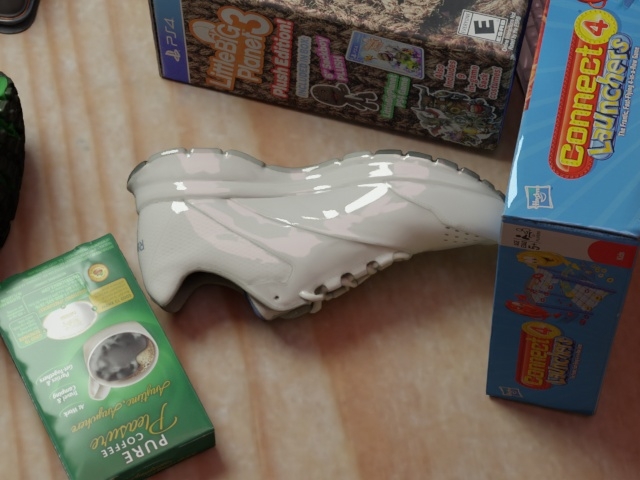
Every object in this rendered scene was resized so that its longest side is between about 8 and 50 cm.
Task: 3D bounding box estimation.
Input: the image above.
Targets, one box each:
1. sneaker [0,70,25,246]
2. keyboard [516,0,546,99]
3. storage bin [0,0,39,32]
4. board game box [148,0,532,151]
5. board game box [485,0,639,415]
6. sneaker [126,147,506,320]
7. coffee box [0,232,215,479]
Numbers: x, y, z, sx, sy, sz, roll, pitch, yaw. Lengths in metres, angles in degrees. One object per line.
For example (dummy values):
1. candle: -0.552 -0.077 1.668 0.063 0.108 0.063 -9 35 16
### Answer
1. sneaker: -0.339 -0.001 1.209 0.146 0.134 0.343 29 66 12
2. keyboard: 0.204 -0.135 1.373 0.072 0.014 0.256 -10 64 -8
3. storage bin: -0.304 -0.233 1.353 0.135 0.091 0.098 8 63 2
4. board game box: 0.033 -0.233 1.337 0.291 0.141 0.232 13 63 6
5. board game box: 0.191 -0.071 1.168 0.086 0.308 0.302 11 64 9
6. sneaker: 0.000 0.000 1.258 0.297 0.111 0.129 -1 75 3
7. coffee box: -0.166 0.095 1.221 0.113 0.040 0.184 -26 67 -15
